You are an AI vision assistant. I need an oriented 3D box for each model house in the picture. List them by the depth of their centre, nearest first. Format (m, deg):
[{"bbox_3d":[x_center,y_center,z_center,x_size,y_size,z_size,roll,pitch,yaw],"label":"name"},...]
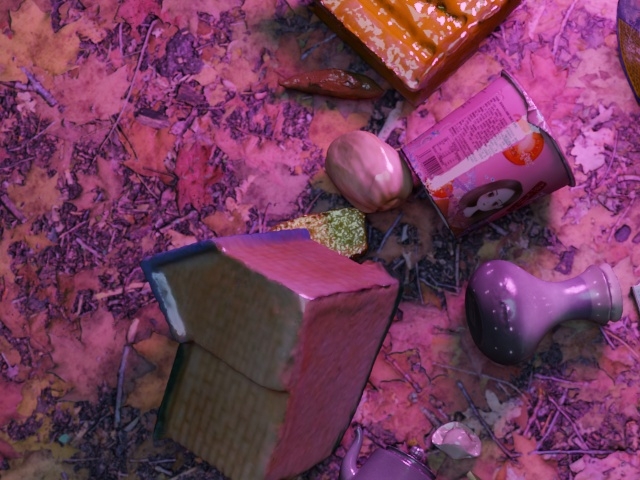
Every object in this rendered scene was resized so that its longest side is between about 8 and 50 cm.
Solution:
[{"bbox_3d":[-0.118,0.169,1.776,0.343,0.335,0.382,26,107,27],"label":"model house"}]

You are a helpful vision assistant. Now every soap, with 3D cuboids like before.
[{"bbox_3d":[0.163,-0.472,1.940,0.304,0.169,0.339,-44,79,-3],"label":"soap"}]

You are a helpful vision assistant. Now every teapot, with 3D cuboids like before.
[{"bbox_3d":[0.140,0.420,1.788,0.239,0.162,0.149,33,73,6],"label":"teapot"},{"bbox_3d":[0.384,0.112,1.812,0.251,0.183,0.183,-10,78,-8],"label":"teapot"}]

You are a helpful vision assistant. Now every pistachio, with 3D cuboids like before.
[{"bbox_3d":[0.089,-0.128,1.879,0.117,0.200,0.145,-8,120,-25],"label":"pistachio"}]

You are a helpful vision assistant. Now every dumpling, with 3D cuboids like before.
[{"bbox_3d":[0.240,0.352,1.840,0.076,0.057,0.052,-9,116,28],"label":"dumpling"}]

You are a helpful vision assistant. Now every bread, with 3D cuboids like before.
[{"bbox_3d":[0.000,0.000,1.920,0.188,0.065,0.103,-16,80,2],"label":"bread"}]

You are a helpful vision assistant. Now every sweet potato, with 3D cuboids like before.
[{"bbox_3d":[0.020,-0.297,1.975,0.206,0.068,0.060,2,55,12],"label":"sweet potato"}]

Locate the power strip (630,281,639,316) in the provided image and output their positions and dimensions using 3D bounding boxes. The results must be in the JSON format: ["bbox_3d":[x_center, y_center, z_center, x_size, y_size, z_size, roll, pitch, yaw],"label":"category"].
[{"bbox_3d":[0.591,0.136,1.851,0.051,0.019,0.136,-14,78,1],"label":"power strip"}]

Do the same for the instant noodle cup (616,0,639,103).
[{"bbox_3d":[0.721,-0.373,1.825,0.313,0.284,0.284,-19,78,-6],"label":"instant noodle cup"}]

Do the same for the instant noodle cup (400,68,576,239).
[{"bbox_3d":[0.287,-0.138,1.835,0.231,0.243,0.243,-32,78,6],"label":"instant noodle cup"}]

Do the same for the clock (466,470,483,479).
[{"bbox_3d":[0.241,0.542,1.723,0.255,0.106,0.220,-45,118,7],"label":"clock"}]
